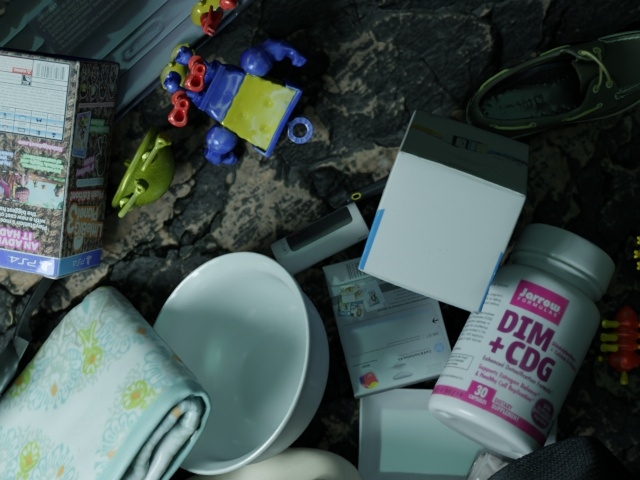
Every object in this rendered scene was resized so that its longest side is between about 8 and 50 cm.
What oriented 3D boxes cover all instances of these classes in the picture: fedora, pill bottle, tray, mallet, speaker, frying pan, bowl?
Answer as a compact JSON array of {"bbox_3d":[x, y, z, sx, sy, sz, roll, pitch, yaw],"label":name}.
[{"bbox_3d":[0.285,0.354,1.721,0.334,0.334,0.152,-34,57,2],"label":"fedora"},{"bbox_3d":[0.270,0.131,1.825,0.160,0.160,0.283,26,76,6],"label":"pill bottle"},{"bbox_3d":[0.188,0.278,1.904,0.270,0.030,0.145,2,85,5],"label":"tray"},{"bbox_3d":[0.129,-0.083,1.935,0.189,0.039,0.062,-29,86,7],"label":"mallet"},{"bbox_3d":[0.000,0.000,1.928,0.136,0.055,0.055,-27,84,3],"label":"speaker"},{"bbox_3d":[-0.451,0.179,1.934,0.053,0.326,0.197,37,135,-8],"label":"frying pan"},{"bbox_3d":[-0.091,0.174,1.857,0.297,0.134,0.298,-15,65,34],"label":"bowl"}]

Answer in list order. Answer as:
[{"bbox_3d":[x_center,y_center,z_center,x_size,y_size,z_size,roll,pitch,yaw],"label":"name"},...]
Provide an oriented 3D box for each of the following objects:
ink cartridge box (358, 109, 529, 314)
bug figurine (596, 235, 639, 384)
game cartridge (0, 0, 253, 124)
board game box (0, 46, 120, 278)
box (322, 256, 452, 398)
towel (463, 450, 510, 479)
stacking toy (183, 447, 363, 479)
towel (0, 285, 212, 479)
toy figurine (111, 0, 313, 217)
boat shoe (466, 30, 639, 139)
[{"bbox_3d":[0.164,-0.045,1.803,0.168,0.233,0.171,19,110,3],"label":"ink cartridge box"},{"bbox_3d":[0.508,0.096,1.858,0.278,0.072,0.216,7,92,-4],"label":"bug figurine"},{"bbox_3d":[-0.287,-0.323,1.975,0.355,0.068,0.230,-41,80,1],"label":"game cartridge"},{"bbox_3d":[-0.417,-0.114,1.888,0.232,0.141,0.291,10,98,15],"label":"board game box"},{"bbox_3d":[0.094,0.109,1.905,0.145,0.038,0.186,-15,75,2],"label":"box"},{"bbox_3d":[0.282,0.497,1.853,0.331,0.053,0.317,31,95,5],"label":"towel"},{"bbox_3d":[-0.047,0.544,1.817,0.350,0.350,0.480,-18,104,4],"label":"stacking toy"},{"bbox_3d":[-0.333,0.270,1.834,0.374,0.090,0.320,-51,42,0],"label":"towel"},{"bbox_3d":[-0.113,-0.159,1.884,0.217,0.191,0.363,24,98,-19],"label":"toy figurine"},{"bbox_3d":[0.347,-0.214,1.892,0.305,0.091,0.109,-19,85,4],"label":"boat shoe"}]
